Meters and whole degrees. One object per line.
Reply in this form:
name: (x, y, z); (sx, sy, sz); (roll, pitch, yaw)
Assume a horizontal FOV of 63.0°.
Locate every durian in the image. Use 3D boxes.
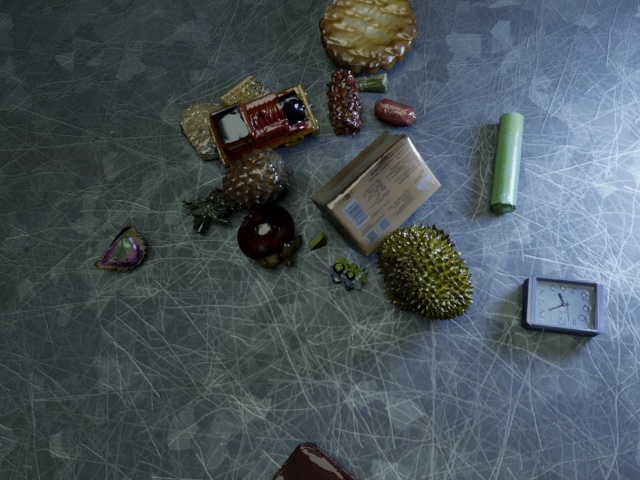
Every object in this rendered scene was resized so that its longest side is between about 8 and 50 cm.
durian: (-0.612, 0.036, 1.650); (0.108, 0.119, 0.186); (42, 96, -19)
durian: (0.283, 0.089, 1.403); (0.258, 0.258, 0.292); (-30, 76, -1)

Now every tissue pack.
tissue pack: (0.146, -0.145, 1.533); (0.305, 0.238, 0.238); (-43, 71, -5)

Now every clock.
clock: (0.646, 0.177, 1.400); (0.194, 0.073, 0.144); (5, 73, 10)

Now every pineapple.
pineapple: (-0.266, -0.150, 1.601); (0.361, 0.175, 0.174); (-23, 69, 23)

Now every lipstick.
lipstick: (0.552, -0.229, 1.541); (0.076, 0.076, 0.304); (9, 75, 12)

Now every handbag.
handbag: (-0.028, 0.697, 1.343); (0.260, 0.084, 0.275); (34, 81, 17)

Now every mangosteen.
mangosteen: (-0.146, -0.007, 1.546); (0.200, 0.200, 0.199); (-3, 73, 8)

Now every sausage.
sausage: (0.234, -0.401, 1.646); (0.141, 0.076, 0.076); (24, 78, 14)

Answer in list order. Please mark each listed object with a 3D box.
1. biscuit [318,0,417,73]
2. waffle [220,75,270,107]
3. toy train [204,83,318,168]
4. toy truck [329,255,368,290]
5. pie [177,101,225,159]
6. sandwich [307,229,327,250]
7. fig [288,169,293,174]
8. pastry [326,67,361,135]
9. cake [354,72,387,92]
biscuit: (0.156, -0.689, 1.733); (0.326, 0.107, 0.325); (-2, 75, 6)
waffle: (-0.250, -0.480, 1.751); (0.102, 0.042, 0.148); (41, 70, 18)
toy train: (-0.195, -0.351, 1.602); (0.369, 0.231, 0.163); (-22, 88, 2)
toy truck: (0.086, 0.092, 1.523); (0.111, 0.076, 0.077); (29, 60, 15)
pie: (-0.368, -0.376, 1.747); (0.185, 0.052, 0.218); (-31, 70, 0)
sandwich: (0.000, 0.000, 1.578); (0.044, 0.083, 0.030); (0, 59, -37)
fig: (-0.127, -0.225, 1.669); (0.083, 0.050, 0.050); (14, 75, -7)
pastry: (0.078, -0.440, 1.670); (0.115, 0.097, 0.208); (-10, 73, 14)
cake: (0.158, -0.513, 1.720); (0.140, 0.055, 0.051); (3, 74, 28)
